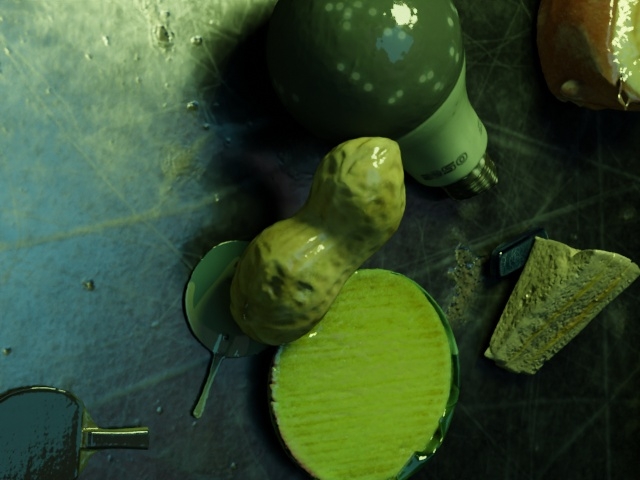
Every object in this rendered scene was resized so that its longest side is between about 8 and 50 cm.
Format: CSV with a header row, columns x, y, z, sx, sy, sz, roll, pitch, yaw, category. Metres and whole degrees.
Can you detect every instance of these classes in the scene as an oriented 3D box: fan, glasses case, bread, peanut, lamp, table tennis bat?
x,y,z,sx,sy,sz,roll,pitch,yaw,category
-0.087,0.085,1.245,0.113,0.005,0.175,26,78,-29,fan
0.211,0.011,1.415,0.083,0.023,0.033,-26,118,-32,glasses case
0.044,0.139,1.312,0.228,0.033,0.228,-2,94,-31,bread
0.000,0.000,1.199,0.098,0.103,0.229,37,102,-7,peanut
0.338,-0.243,1.433,0.190,0.123,0.244,36,73,-25,bread
0.253,0.077,1.384,0.077,0.105,0.152,25,85,-35,bread
0.090,-0.145,1.249,0.314,0.182,0.182,31,75,-29,lamp
-0.226,0.176,1.158,0.158,0.014,0.095,4,88,-30,table tennis bat
